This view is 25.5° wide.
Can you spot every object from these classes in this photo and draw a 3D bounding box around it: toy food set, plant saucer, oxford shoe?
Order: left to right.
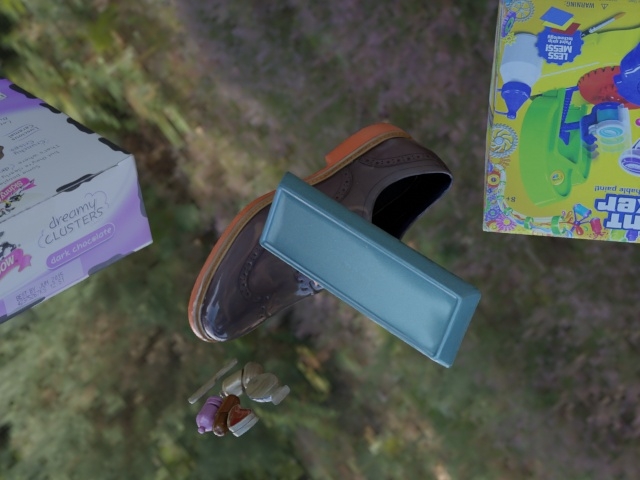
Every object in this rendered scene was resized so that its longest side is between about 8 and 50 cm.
[{"bbox_3d":[-0.070,0.138,1.187,0.019,0.078,0.122,52,171,-20],"label":"toy food set"},{"bbox_3d":[0.000,0.000,1.253,0.098,0.271,0.097,34,162,46],"label":"oxford shoe"},{"bbox_3d":[0.030,0.020,1.056,0.192,0.067,0.018,33,-154,30],"label":"plant saucer"}]

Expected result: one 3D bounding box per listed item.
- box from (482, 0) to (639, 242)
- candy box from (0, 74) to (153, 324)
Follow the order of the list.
[{"bbox_3d":[0.320,-0.158,1.429,0.177,0.290,0.279,-78,-9,-56],"label":"box"},{"bbox_3d":[-0.231,-0.026,0.903,0.196,0.165,0.070,31,140,43],"label":"candy box"}]
